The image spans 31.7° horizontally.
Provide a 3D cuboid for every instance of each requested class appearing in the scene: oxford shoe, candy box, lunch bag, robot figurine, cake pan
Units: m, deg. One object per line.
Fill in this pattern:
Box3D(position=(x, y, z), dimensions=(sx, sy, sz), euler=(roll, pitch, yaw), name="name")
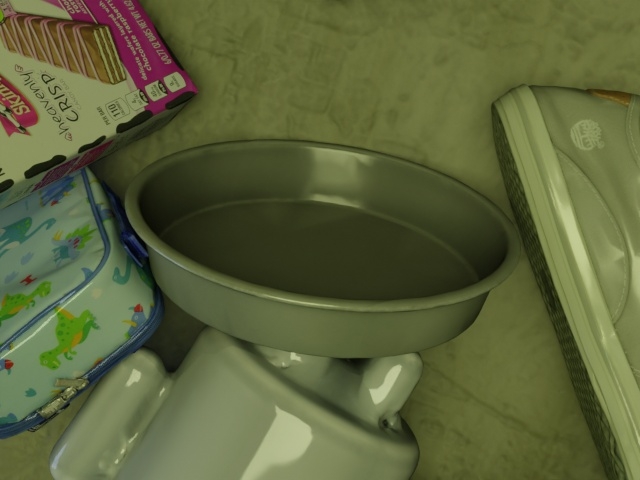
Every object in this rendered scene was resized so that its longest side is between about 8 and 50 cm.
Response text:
Box3D(position=(0.254, 0.081, 0.873), dimensions=(0.130, 0.169, 0.450), euler=(-16, 85, 2), name="oxford shoe")
Box3D(position=(-0.233, -0.126, 0.879), dimensions=(0.233, 0.071, 0.159), euler=(-35, 91, -38), name="candy box")
Box3D(position=(-0.215, 0.038, 0.886), dimensions=(0.176, 0.219, 0.090), euler=(-38, 123, 1), name="lunch bag")
Box3D(position=(-0.058, 0.203, 0.888), dimensions=(0.300, 0.200, 0.353), euler=(32, 95, -7), name="robot figurine")
Box3D(position=(0.000, 0.000, 0.842), dimensions=(0.293, 0.293, 0.054), euler=(10, 115, 4), name="cake pan")
